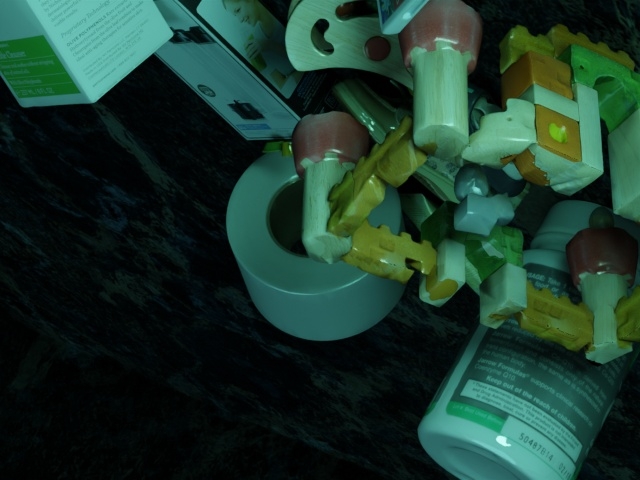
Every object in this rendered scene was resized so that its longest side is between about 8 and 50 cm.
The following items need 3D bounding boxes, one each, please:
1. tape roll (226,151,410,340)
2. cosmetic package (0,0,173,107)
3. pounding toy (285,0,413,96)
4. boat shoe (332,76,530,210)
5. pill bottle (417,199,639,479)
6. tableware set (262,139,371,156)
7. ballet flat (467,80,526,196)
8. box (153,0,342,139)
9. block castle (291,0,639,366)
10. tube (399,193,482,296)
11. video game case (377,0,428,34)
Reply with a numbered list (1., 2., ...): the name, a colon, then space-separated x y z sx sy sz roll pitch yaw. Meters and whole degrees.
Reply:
1. tape roll: 0.000 0.000 2.387 0.246 0.246 0.169 24 159 18
2. cosmetic package: -0.363 -0.353 2.040 0.197 0.155 0.365 2 130 54
3. pounding toy: 0.047 -0.222 1.828 0.269 0.154 0.155 35 -158 -14
4. boat shoe: 0.138 -0.123 2.153 0.285 0.089 0.104 39 -175 -16
5. pill bottle: 0.289 0.141 2.140 0.204 0.361 0.204 27 161 10
6. tableware set: 0.004 -0.128 2.253 0.154 0.024 0.104 -12 -171 -37
7. ballet flat: 0.216 -0.119 2.053 0.074 0.074 0.203 10 150 45
8. box: -0.122 -0.251 2.182 0.169 0.087 0.290 4 148 51
9. block castle: 0.223 -0.069 1.806 0.453 0.212 0.303 21 140 -23
10. tube: 0.201 0.011 2.416 0.070 0.062 0.240 -35 113 30
11. video game case: 0.081 -0.320 1.601 0.023 0.201 0.183 -4 168 -17
